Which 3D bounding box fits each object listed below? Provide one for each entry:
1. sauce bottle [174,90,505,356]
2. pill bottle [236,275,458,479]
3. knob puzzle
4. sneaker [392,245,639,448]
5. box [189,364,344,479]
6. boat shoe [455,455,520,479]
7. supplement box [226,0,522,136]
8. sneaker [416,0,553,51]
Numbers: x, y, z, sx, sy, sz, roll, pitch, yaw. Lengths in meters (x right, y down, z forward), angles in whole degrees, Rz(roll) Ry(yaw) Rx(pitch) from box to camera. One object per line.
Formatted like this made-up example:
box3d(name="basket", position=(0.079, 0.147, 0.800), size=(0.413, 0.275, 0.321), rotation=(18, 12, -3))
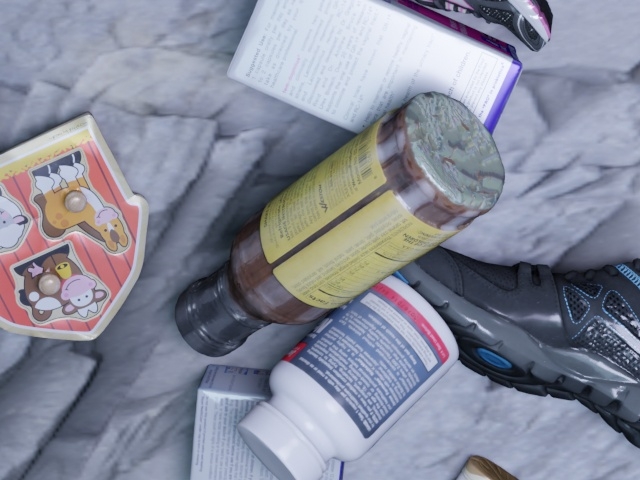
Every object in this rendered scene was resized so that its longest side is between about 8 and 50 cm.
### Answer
box3d(name="sauce bottle", position=(0.000, 0.000, 1.317), size=(0.111, 0.111, 0.344), rotation=(49, 133, -9))
box3d(name="pill bottle", position=(0.020, 0.122, 1.351), size=(0.180, 0.108, 0.108), rotation=(-43, 100, -17))
box3d(name="knob puzzle", position=(-0.239, 0.009, 1.412), size=(0.213, 0.030, 0.213), rotation=(-5, 111, -13))
box3d(name="sneaker", position=(0.220, 0.072, 1.401), size=(0.340, 0.125, 0.140), rotation=(27, 77, -1))
box3d(name="box", position=(-0.046, 0.188, 1.451), size=(0.137, 0.072, 0.126), rotation=(7, 104, 2))
box3d(name="boat shoe", position=(0.191, 0.267, 1.468), size=(0.170, 0.063, 0.059), rotation=(37, 107, 3))
box3d(name="supplement box", position=(0.046, -0.149, 1.337), size=(0.220, 0.111, 0.114), rotation=(22, 105, -3))
box3d(name="sneaker", position=(0.118, -0.219, 1.346), size=(0.178, 0.072, 0.077), rotation=(45, 115, 0))
